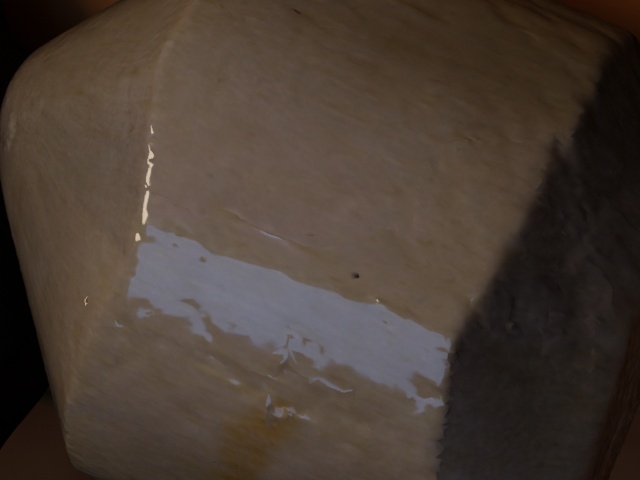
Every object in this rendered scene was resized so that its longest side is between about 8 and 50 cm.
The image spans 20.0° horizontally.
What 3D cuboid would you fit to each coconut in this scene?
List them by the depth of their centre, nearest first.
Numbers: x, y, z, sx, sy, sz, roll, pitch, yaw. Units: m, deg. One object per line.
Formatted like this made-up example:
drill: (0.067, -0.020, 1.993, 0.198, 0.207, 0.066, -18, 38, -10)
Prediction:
coconut: (0.000, 0.000, 0.573, 0.222, 0.202, 0.202, 23, 123, 14)

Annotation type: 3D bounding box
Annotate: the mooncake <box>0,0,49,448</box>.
mooncake: (-0.222, -0.023, 0.711, 0.283, 0.141, 0.283, 12, 127, 16)
